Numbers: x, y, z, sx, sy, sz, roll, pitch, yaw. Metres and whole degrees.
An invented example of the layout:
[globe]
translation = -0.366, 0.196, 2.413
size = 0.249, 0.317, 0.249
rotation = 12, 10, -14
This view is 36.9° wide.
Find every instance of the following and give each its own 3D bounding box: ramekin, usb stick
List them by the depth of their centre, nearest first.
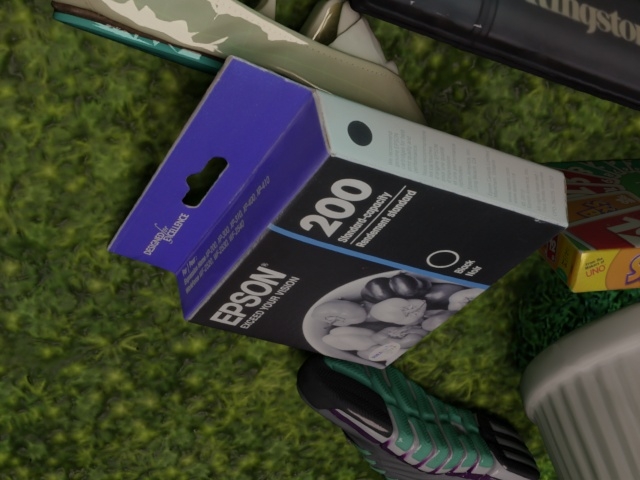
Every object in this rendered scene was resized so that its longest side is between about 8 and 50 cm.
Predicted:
[usb stick]
translation = 0.138, -0.128, 0.563
size = 0.278, 0.077, 0.045
rotation = 14, 150, -22
[ramekin]
translation = 0.279, 0.127, 0.642
size = 0.273, 0.127, 0.273
rotation = -8, 154, -4

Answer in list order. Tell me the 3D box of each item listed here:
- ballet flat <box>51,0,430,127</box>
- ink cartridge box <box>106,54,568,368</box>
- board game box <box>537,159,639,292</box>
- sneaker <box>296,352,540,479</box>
[ballet flat]
translation = -0.024, -0.112, 0.532
size = 0.248, 0.086, 0.086
rotation = 22, 112, -23
[ink cartridge box]
translation = 0.000, 0.000, 0.566
size = 0.208, 0.045, 0.206
rotation = 17, 144, -22
[board game box]
translation = 0.258, -0.017, 0.625
size = 0.259, 0.124, 0.039
rotation = -1, 118, -14
[sneaker]
translation = 0.059, 0.160, 0.705
size = 0.223, 0.083, 0.098
rotation = 29, 114, -27
